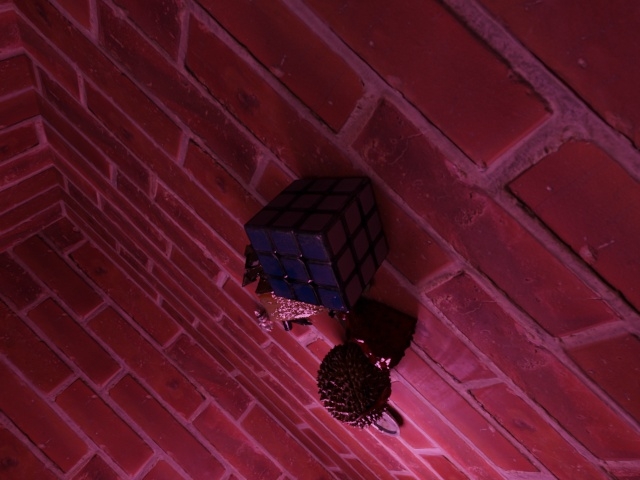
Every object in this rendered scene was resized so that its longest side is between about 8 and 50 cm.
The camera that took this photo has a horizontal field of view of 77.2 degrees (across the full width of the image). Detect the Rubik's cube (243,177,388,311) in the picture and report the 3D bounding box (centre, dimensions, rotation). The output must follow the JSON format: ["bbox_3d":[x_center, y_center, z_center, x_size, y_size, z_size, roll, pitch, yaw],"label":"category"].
[{"bbox_3d":[0.000,0.000,1.262,0.306,0.303,0.300,5,129,33],"label":"Rubik's cube"}]

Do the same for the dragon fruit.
[{"bbox_3d":[0.168,0.381,1.559,0.330,0.228,0.285,27,142,20],"label":"dragon fruit"}]

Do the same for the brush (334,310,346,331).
[{"bbox_3d":[0.072,0.288,1.658,0.054,0.048,0.282,-15,120,26],"label":"brush"}]

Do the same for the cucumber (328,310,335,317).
[{"bbox_3d":[0.061,0.285,1.704,0.033,0.034,0.134,60,137,37],"label":"cucumber"}]

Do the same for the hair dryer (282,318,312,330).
[{"bbox_3d":[-0.119,0.419,2.035,0.195,0.050,0.173,17,139,28],"label":"hair dryer"}]

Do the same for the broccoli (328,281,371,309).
[{"bbox_3d":[0.096,0.164,1.487,0.194,0.194,0.219,33,161,16],"label":"broccoli"}]

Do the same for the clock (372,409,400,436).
[{"bbox_3d":[0.321,0.925,2.098,0.237,0.053,0.236,25,138,25],"label":"clock"}]

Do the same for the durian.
[{"bbox_3d":[0.151,0.635,1.772,0.348,0.348,0.383,-17,81,51],"label":"durian"}]

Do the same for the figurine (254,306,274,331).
[{"bbox_3d":[-0.302,0.427,2.211,0.098,0.081,0.146,-10,124,-2],"label":"figurine"}]

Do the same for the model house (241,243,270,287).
[{"bbox_3d":[-0.263,0.112,1.650,0.181,0.176,0.248,46,110,15],"label":"model house"}]

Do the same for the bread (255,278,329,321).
[{"bbox_3d":[-0.113,0.200,1.792,0.316,0.279,0.248,-14,125,2],"label":"bread"}]
